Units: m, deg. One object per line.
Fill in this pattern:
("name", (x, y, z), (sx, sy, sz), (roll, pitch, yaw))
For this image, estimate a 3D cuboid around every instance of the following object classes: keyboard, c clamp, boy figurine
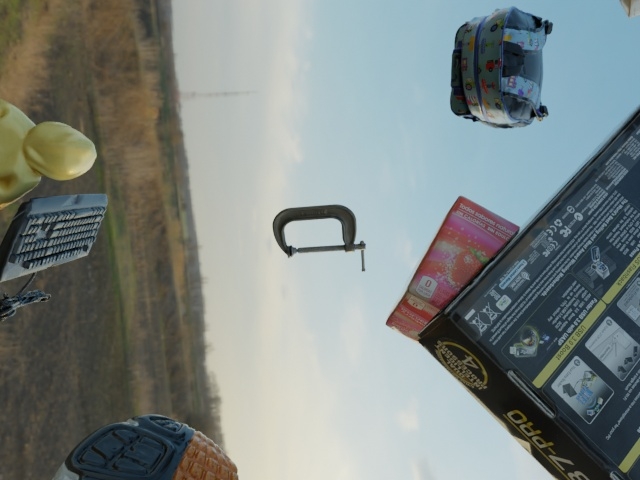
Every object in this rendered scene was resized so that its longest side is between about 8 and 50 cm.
("keyboard", (-0.402, 0.024, 1.027), (0.201, 0.033, 0.317), (-62, -179, 5))
("c clamp", (0.000, 0.000, 1.160), (0.022, 0.160, 0.137), (-91, -177, -55))
("boy figurine", (-0.458, -0.123, 0.969), (0.092, 0.285, 0.177), (99, -19, -81))

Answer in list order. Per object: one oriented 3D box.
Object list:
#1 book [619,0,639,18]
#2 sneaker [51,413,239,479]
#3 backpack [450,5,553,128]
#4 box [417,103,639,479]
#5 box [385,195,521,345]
("book", (0.394, -0.302, 0.728), (0.096, 0.144, 0.035), (56, 19, -60))
("sneaker", (-0.137, 0.203, 0.374), (0.121, 0.099, 0.262), (-60, 174, 29))
("backpack", (0.232, -0.228, 0.923), (0.173, 0.117, 0.158), (-16, 109, -59))
("box", (0.341, 0.071, 0.698), (0.318, 0.395, 0.097), (44, -25, 9))
("box", (0.248, 0.099, 0.826), (0.142, 0.300, 0.154), (-58, 173, -21))
